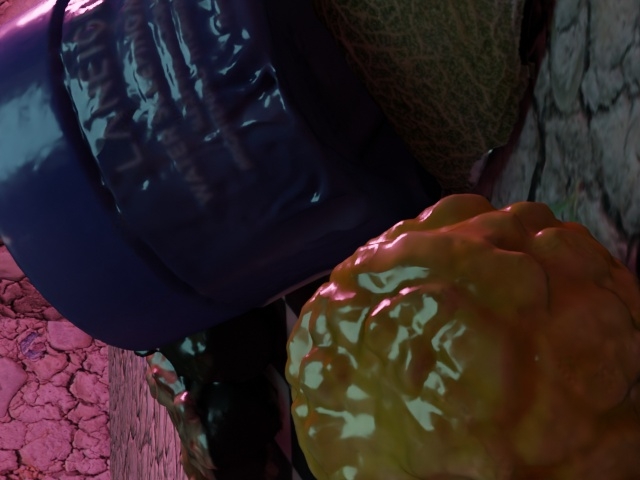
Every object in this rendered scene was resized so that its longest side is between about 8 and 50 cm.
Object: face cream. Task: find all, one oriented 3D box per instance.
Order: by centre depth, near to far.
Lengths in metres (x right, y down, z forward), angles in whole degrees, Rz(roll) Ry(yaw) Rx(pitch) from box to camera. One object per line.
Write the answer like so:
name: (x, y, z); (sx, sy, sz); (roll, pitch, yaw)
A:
face cream: (-0.071, -0.079, 0.906); (0.249, 0.225, 0.249); (49, -154, -34)

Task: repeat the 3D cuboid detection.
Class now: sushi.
sushi: (-0.101, 0.126, 1.139); (0.296, 0.100, 0.373); (51, 150, 45)

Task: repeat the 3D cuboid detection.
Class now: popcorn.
popcorn: (0.067, 0.068, 0.612); (0.170, 0.180, 0.180); (58, -168, -37)

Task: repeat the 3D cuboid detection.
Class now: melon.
melon: (0.062, -0.128, 0.811); (0.093, 0.139, 0.202); (-64, -16, -59)

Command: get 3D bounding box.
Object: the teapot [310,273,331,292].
teapot: (0.003, -0.001, 1.110); (0.111, 0.149, 0.108); (-14, -86, -64)
